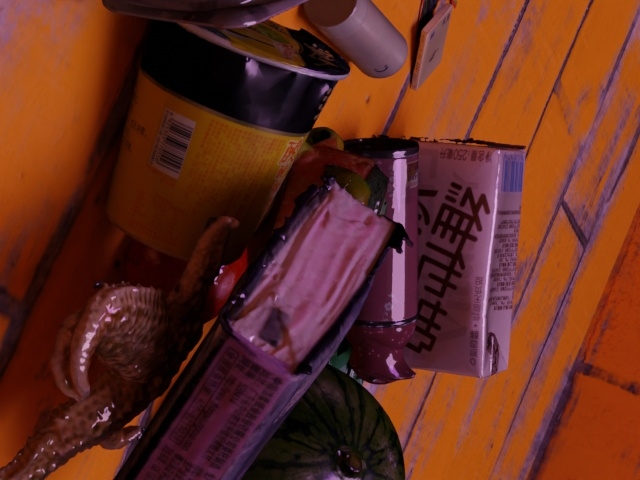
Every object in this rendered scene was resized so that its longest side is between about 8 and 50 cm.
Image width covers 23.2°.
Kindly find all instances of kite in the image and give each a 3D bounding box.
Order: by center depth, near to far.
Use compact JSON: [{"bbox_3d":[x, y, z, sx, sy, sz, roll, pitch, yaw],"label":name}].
[{"bbox_3d":[0.186,-0.392,2.196,0.241,0.014,0.183,-61,157,-23],"label":"kite"}]

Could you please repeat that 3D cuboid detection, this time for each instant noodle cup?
[{"bbox_3d":[-0.109,-0.109,1.554,0.215,0.216,0.236,-9,125,-64],"label":"instant noodle cup"}]

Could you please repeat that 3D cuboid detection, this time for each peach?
[{"bbox_3d":[-0.142,0.023,1.691,0.151,0.118,0.151,-2,96,-21],"label":"peach"}]

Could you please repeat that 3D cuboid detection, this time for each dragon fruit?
[{"bbox_3d":[0.000,0.000,1.905,0.268,0.130,0.295,77,27,-73],"label":"dragon fruit"}]

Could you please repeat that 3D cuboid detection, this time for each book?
[{"bbox_3d":[0.156,-0.274,2.208,0.077,0.014,0.111,-50,160,-37],"label":"book"}]

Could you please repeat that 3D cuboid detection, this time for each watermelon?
[{"bbox_3d":[-0.010,0.265,1.886,0.331,0.189,0.330,27,54,-43],"label":"watermelon"}]

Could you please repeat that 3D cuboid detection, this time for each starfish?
[{"bbox_3d":[-0.215,0.152,1.504,0.324,0.082,0.432,-38,170,-46],"label":"starfish"}]

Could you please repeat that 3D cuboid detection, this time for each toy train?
[{"bbox_3d":[0.029,0.169,2.242,0.178,0.071,0.104,-26,121,-57],"label":"toy train"}]

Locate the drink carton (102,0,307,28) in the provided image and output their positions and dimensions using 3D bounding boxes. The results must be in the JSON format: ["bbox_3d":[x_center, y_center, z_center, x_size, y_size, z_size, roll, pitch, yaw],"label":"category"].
[{"bbox_3d":[-0.107,-0.306,1.418,0.185,0.191,0.189,-38,132,-47],"label":"drink carton"}]

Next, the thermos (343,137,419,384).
[{"bbox_3d":[0.063,0.034,2.082,0.109,0.136,0.330,-126,-145,-74],"label":"thermos"}]

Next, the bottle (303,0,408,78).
[{"bbox_3d":[0.045,-0.261,1.912,0.072,0.072,0.201,-68,157,-3],"label":"bottle"}]

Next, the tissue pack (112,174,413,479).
[{"bbox_3d":[-0.075,0.135,1.532,0.361,0.122,0.259,-54,-179,44],"label":"tissue pack"}]

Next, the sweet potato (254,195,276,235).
[{"bbox_3d":[-0.078,-0.100,1.793,0.078,0.058,0.255,-65,161,-57],"label":"sweet potato"}]

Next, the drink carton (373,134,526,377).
[{"bbox_3d":[0.168,0.016,2.182,0.132,0.194,0.324,-5,100,-64],"label":"drink carton"}]
